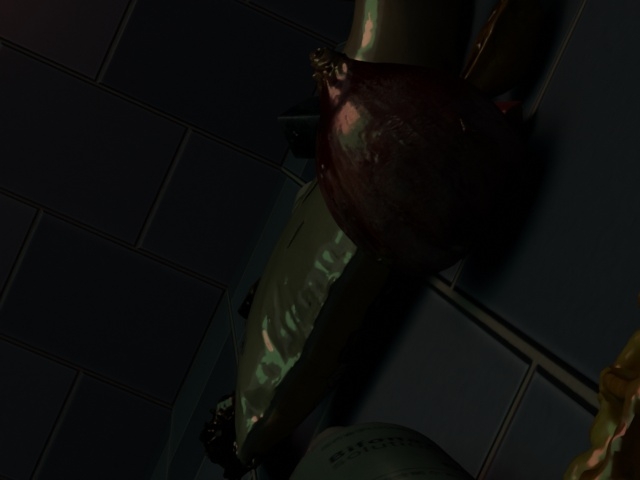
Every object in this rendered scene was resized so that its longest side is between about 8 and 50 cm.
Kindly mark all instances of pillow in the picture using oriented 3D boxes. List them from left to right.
[{"bbox_3d":[0.010,0.031,1.163,0.312,0.119,0.310,-80,15,-68],"label":"pillow"}]

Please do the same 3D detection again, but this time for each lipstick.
[{"bbox_3d":[0.072,-0.102,1.044,0.051,0.051,0.312,-33,22,-29],"label":"lipstick"}]

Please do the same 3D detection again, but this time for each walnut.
[{"bbox_3d":[0.160,-0.166,0.996,0.121,0.052,0.091,-63,3,-30],"label":"walnut"}]

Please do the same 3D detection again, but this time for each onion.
[{"bbox_3d":[0.058,-0.069,0.879,0.159,0.195,0.159,-45,4,4],"label":"onion"}]

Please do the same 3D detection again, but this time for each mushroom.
[{"bbox_3d":[0.095,-0.278,1.100,0.297,0.297,0.290,161,106,-79],"label":"mushroom"}]

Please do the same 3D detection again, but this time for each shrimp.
[{"bbox_3d":[-0.085,0.152,1.334,0.365,0.071,0.233,39,-125,-85],"label":"shrimp"}]

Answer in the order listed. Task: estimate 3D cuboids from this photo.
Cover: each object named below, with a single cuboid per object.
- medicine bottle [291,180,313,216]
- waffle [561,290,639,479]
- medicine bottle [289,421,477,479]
[{"bbox_3d":[0.000,0.000,1.446,0.183,0.086,0.086,-82,18,-61],"label":"medicine bottle"},{"bbox_3d":[0.133,0.095,0.390,0.229,0.057,0.219,175,119,-82],"label":"waffle"},{"bbox_3d":[0.035,0.160,0.653,0.352,0.110,0.110,-164,98,-82],"label":"medicine bottle"}]
